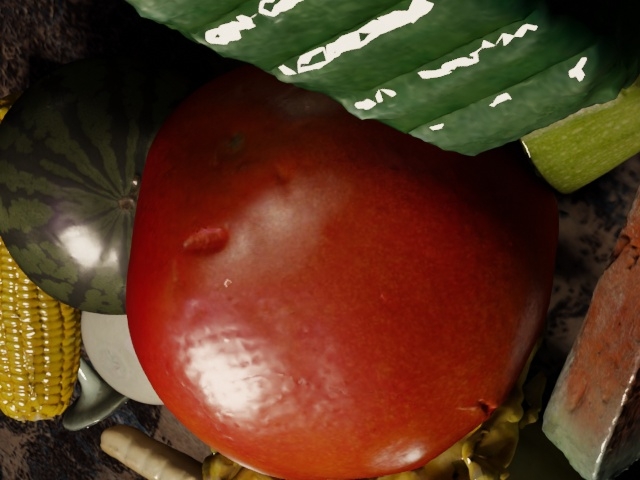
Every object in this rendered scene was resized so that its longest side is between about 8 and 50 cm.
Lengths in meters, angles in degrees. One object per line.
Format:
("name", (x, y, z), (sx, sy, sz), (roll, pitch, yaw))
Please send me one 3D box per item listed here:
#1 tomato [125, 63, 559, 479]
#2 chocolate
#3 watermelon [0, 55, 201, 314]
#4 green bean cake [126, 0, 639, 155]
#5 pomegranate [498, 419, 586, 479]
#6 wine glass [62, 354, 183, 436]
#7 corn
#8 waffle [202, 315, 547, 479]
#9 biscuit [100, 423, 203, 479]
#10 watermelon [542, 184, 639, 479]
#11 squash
("tomato", (0.000, 0.000, 0.893), (0.298, 0.298, 0.226), (8, 158, 39))
("chocolate", (-0.132, 0.078, 1.228), (0.221, 0.147, 0.221), (22, 138, 21))
("watermelon", (-0.159, -0.043, 1.080), (0.212, 0.212, 0.212), (25, 140, 24))
("green bean cake", (0.026, -0.223, 0.706), (0.169, 0.300, 0.308), (-21, 152, 38))
("pomegranate", (0.086, 0.276, 1.066), (0.319, 0.319, 0.319), (25, 140, 24))
("wine glass", (-0.253, 0.040, 1.335), (0.264, 0.096, 0.309), (-5, 121, 53))
("corn", (-0.256, 0.018, 1.226), (0.102, 0.102, 0.313), (13, 102, 35))
("waffle", (0.031, 0.112, 0.989), (0.262, 0.280, 0.060), (-9, 143, 26))
("biscuit", (-0.065, 0.271, 1.331), (0.217, 0.044, 0.325), (27, 168, 32))
("watermelon", (0.212, 0.035, 0.889), (0.094, 0.154, 0.241), (28, 126, 21))
("squash", (0.188, -0.095, 0.818), (0.132, 0.105, 0.105), (-19, 112, 32))
